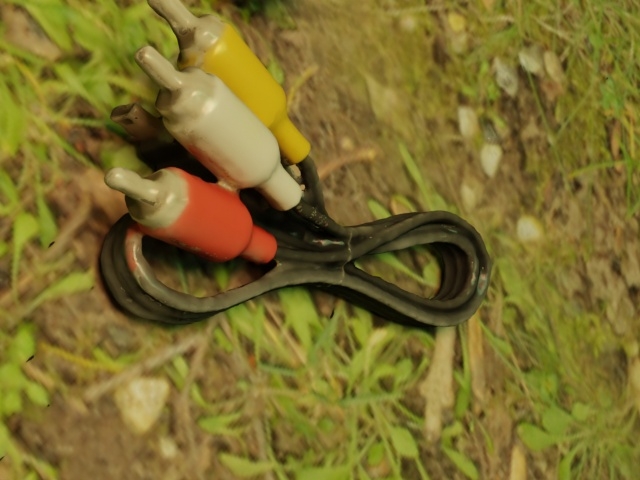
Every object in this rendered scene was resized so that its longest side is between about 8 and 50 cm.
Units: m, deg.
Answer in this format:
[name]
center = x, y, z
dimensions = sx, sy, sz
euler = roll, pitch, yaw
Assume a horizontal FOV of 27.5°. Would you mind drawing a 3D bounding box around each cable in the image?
[cable]
center = 0.000, 0.000, 0.656
dimensions = 0.287, 0.072, 0.140
euler = 29, 63, -37
